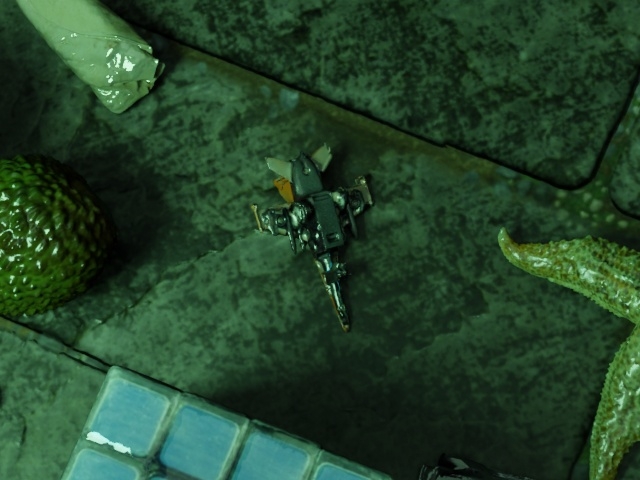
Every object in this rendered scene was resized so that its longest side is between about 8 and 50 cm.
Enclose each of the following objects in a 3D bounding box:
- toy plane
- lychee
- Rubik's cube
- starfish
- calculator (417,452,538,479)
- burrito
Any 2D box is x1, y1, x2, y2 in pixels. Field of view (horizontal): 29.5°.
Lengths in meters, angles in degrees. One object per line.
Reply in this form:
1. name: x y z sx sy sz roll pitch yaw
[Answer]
1. toy plane: 0.005 -0.003 1.204 0.135 0.062 0.188 -13 75 -27
2. lychee: -0.287 0.000 1.178 0.171 0.171 0.171 -1 74 4
3. Rubik's cube: -0.090 0.280 1.033 0.259 0.253 0.256 19 77 8
4. starfish: 0.364 0.078 1.152 0.347 0.078 0.358 -28 74 -7
5. calculator: 0.139 0.345 1.112 0.165 0.028 0.274 15 76 8
6. burrito: -0.276 -0.254 1.298 0.082 0.059 0.275 -44 75 7
